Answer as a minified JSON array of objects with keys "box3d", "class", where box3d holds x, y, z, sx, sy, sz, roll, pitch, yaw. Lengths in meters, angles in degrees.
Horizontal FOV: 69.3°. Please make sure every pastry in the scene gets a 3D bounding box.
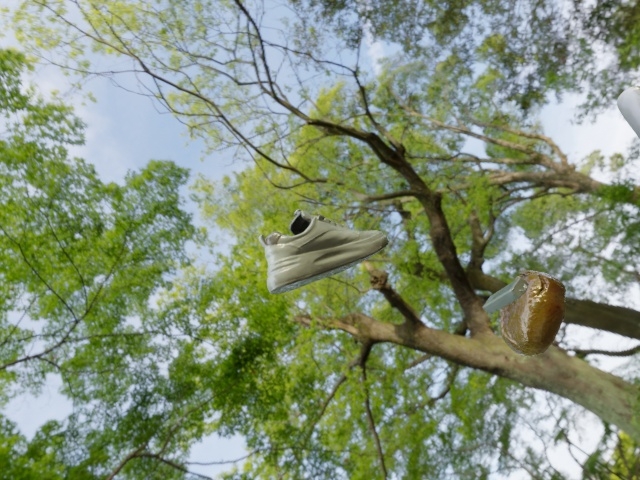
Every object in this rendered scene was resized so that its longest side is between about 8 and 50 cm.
[{"box3d":[0.801,0.270,1.768,0.356,0.164,0.355,19,-90,-84],"class":"pastry"}]

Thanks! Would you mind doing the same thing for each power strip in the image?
[{"box3d":[0.236,0.074,0.597,0.027,0.017,0.083,-40,-11,-28],"class":"power strip"}]

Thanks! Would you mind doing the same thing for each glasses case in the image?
[{"box3d":[0.819,-0.299,1.154,0.049,0.193,0.074,-21,-17,-21],"class":"glasses case"}]

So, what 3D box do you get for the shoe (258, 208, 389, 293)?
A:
[{"box3d":[0.000,0.000,1.005,0.316,0.159,0.124,-21,-11,-37],"class":"shoe"}]
